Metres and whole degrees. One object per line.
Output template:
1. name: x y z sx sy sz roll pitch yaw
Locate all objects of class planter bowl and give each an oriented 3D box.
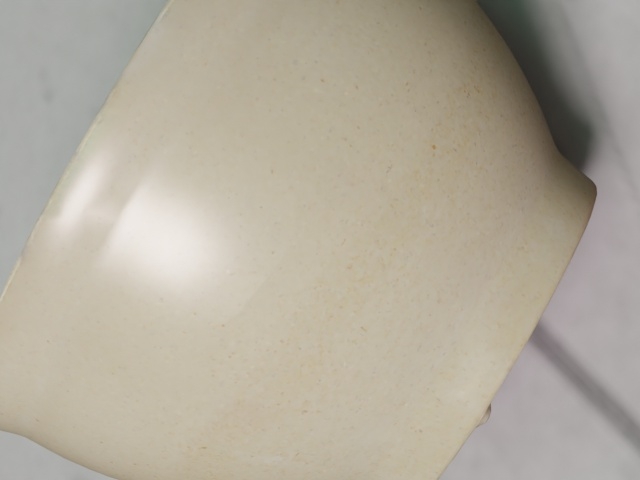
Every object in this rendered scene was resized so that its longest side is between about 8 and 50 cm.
1. planter bowl: 0.000 0.000 0.491 0.109 0.162 0.162 30 111 0
